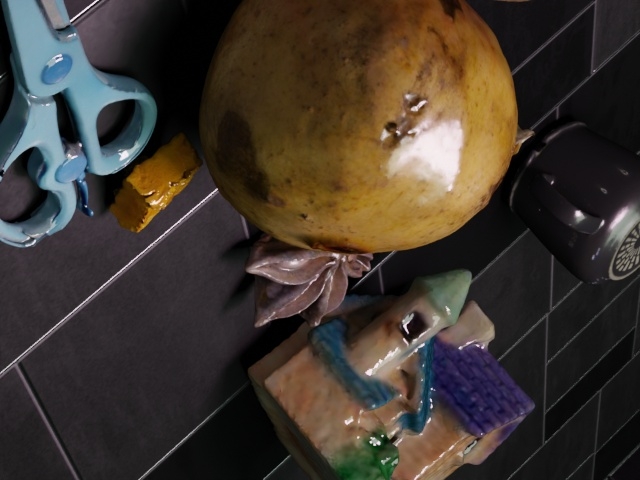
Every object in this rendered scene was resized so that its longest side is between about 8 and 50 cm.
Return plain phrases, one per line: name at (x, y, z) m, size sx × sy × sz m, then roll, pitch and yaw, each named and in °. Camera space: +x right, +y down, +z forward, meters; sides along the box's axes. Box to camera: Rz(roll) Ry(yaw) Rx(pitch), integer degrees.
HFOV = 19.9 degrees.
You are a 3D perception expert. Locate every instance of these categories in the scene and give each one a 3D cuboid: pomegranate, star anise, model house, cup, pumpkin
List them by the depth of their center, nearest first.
pomegranate at (0.027, -0.113, 1.572) m, size 0.281 × 0.281 × 0.281 m, roll -38°, pitch 153°, yaw -23°
pumpkin at (-0.148, -0.054, 1.611) m, size 0.074 × 0.054 × 0.083 m, roll -45°, pitch 176°, yaw -27°
star anise at (-0.008, 0.014, 1.915) m, size 0.197 × 0.073 × 0.212 m, roll -53°, pitch 152°, yaw -1°
model house at (0.099, 0.176, 2.113) m, size 0.280 × 0.245 × 0.312 m, roll -38°, pitch 160°, yaw -9°
cup at (0.323, -0.052, 2.245) m, size 0.169 × 0.176 × 0.223 m, roll -55°, pitch 152°, yaw 17°

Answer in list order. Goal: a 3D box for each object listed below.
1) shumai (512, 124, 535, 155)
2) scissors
shumai at (0.167, -0.132, 1.943) m, size 0.145 × 0.116 × 0.145 m, roll -38°, pitch 154°, yaw -23°
scissors at (-0.216, -0.131, 1.414) m, size 0.180 × 0.032 × 0.393 m, roll -40°, pitch 155°, yaw -20°
